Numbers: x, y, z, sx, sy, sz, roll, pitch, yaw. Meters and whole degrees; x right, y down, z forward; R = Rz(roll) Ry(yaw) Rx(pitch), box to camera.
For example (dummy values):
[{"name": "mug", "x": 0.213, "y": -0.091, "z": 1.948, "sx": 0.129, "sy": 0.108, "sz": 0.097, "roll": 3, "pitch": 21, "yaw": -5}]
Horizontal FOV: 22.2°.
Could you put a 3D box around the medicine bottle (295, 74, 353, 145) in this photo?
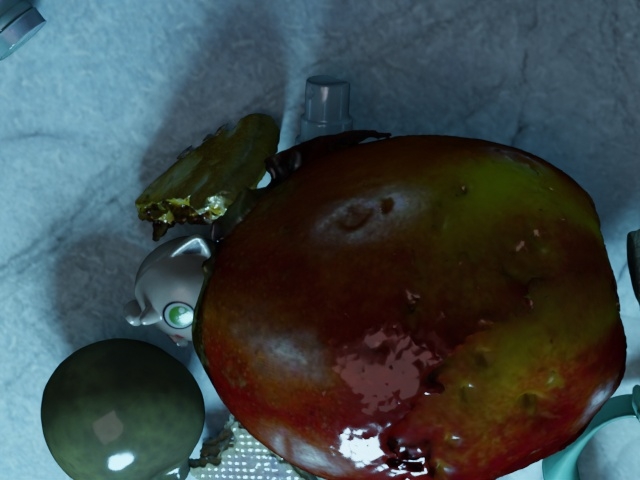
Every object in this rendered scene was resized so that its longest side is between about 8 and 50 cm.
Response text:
[{"name": "medicine bottle", "x": 0.000, "y": 0.000, "z": 1.741, "sx": 0.110, "sy": 0.110, "sz": 0.352, "roll": 8, "pitch": 110, "yaw": 11}]

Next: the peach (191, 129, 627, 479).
[{"name": "peach", "x": 0.086, "y": 0.068, "z": 1.598, "sx": 0.416, "sy": 0.353, "sz": 0.339, "roll": -6, "pitch": 111, "yaw": 8}]

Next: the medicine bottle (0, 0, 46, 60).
[{"name": "medicine bottle", "x": -0.388, "y": -0.296, "z": 1.744, "sx": 0.090, "sy": 0.090, "sz": 0.217, "roll": -38, "pitch": 97, "yaw": 23}]

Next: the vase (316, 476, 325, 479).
[{"name": "vase", "x": 0.095, "y": 0.289, "z": 1.817, "sx": 0.128, "sy": 0.128, "sz": 0.248, "roll": -32, "pitch": 106, "yaw": 22}]

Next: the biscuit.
[{"name": "biscuit", "x": -0.037, "y": 0.292, "z": 1.882, "sx": 0.239, "sy": 0.062, "sz": 0.108, "roll": 42, "pitch": 111, "yaw": -4}]

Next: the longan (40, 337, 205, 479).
[{"name": "longan", "x": -0.217, "y": 0.208, "z": 1.842, "sx": 0.184, "sy": 0.159, "sz": 0.204, "roll": -21, "pitch": 101, "yaw": 13}]

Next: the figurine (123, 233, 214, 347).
[{"name": "figurine", "x": -0.140, "y": 0.054, "z": 1.787, "sx": 0.138, "sy": 0.125, "sz": 0.125, "roll": -37, "pitch": 97, "yaw": 21}]

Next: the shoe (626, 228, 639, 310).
[{"name": "shoe", "x": 0.460, "y": 0.118, "z": 1.656, "sx": 0.210, "sy": 0.132, "sz": 0.342, "roll": -20, "pitch": 103, "yaw": 19}]

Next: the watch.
[{"name": "watch", "x": 0.343, "y": 0.275, "z": 1.776, "sx": 0.195, "sy": 0.068, "sz": 0.237, "roll": -12, "pitch": 106, "yaw": 17}]

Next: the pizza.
[{"name": "pizza", "x": -0.127, "y": -0.049, "z": 1.765, "sx": 0.194, "sy": 0.154, "sz": 0.069, "roll": -23, "pitch": 122, "yaw": 41}]
